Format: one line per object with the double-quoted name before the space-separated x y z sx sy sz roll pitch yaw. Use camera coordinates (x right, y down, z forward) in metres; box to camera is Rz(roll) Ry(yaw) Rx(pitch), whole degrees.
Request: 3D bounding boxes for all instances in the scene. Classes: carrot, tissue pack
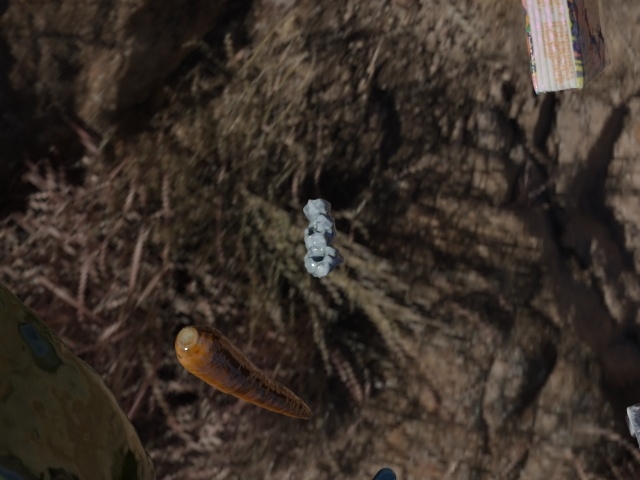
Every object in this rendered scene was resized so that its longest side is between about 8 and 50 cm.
"carrot" -0.069 0.137 1.389 0.048 0.048 0.216 -24 142 23
"tissue pack" 0.229 -0.222 1.350 0.060 0.108 0.148 -3 107 28

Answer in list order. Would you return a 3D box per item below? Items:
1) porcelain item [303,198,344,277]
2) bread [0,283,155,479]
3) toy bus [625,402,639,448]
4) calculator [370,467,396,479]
"porcelain item" 0.000 0.000 1.349 0.036 0.083 0.028 -19 143 16
"bread" -0.274 0.143 0.747 0.366 0.129 0.382 12 134 -4
"toy bus" 0.435 0.223 1.485 0.175 0.288 0.138 -24 70 18
"calculator" 0.044 0.284 1.325 0.094 0.019 0.141 41 74 -14
